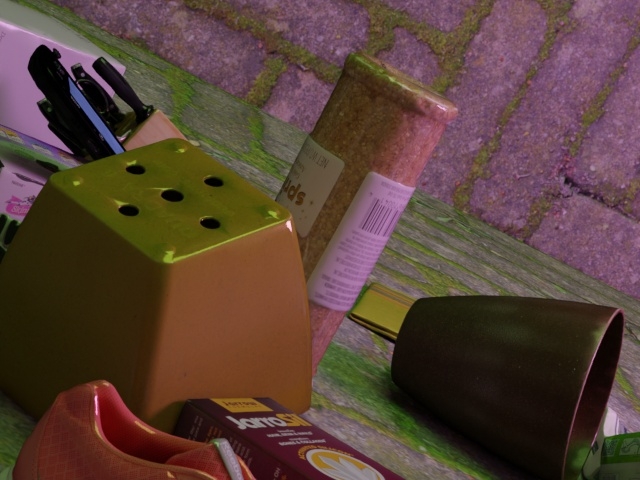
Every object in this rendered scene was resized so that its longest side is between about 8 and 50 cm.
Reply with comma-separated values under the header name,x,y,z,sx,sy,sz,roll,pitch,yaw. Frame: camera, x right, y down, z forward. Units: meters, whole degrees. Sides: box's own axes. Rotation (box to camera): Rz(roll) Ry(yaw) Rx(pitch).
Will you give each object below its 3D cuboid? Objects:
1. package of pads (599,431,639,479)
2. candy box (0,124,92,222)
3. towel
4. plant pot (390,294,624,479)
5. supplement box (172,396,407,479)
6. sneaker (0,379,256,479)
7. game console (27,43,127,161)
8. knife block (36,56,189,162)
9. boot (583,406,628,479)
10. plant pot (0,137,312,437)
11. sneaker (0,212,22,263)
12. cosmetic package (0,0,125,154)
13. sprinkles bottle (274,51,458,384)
name,x,y,z,sx,sy,sz,roll,pitch,yaw
package of pads,0.499,0.298,1.846,0.296,0.101,0.229,22,-21,-25
candy box,-0.313,-0.055,1.798,0.165,0.070,0.196,23,12,-28
towel,0.099,0.103,2.229,0.102,0.021,0.237,23,11,5
plant pot,0.207,0.148,1.861,0.230,0.215,0.215,17,7,19
supplement box,-0.018,0.192,1.216,0.188,0.081,0.104,27,13,36
sneaker,-0.072,0.202,1.031,0.314,0.136,0.116,31,12,14
game console,-0.196,-0.055,1.747,0.361,0.044,0.213,54,-5,-24
knife block,-0.204,-0.096,1.918,0.275,0.088,0.242,33,-20,22
boot,0.373,0.274,2.009,0.086,0.069,0.190,35,19,-2
plant pot,-0.132,0.041,1.304,0.212,0.187,0.212,35,37,31
sneaker,-0.309,0.001,1.569,0.170,0.068,0.071,35,7,36
cosmetic package,-0.470,-0.244,2.060,0.385,0.156,0.217,15,15,-47
sprinkles bottle,0.000,0.000,1.555,0.121,0.355,0.121,27,10,-5
